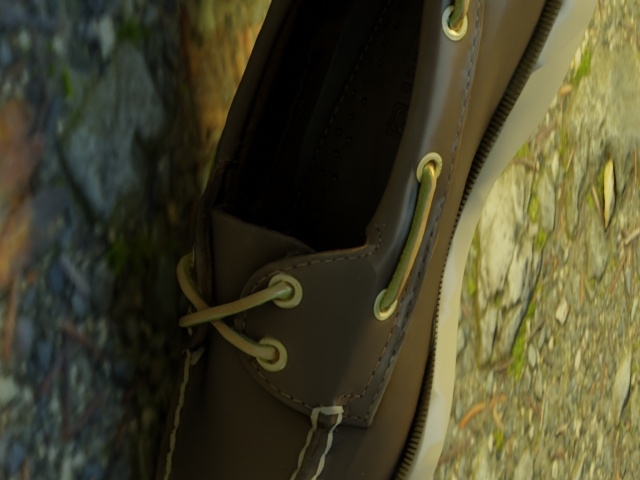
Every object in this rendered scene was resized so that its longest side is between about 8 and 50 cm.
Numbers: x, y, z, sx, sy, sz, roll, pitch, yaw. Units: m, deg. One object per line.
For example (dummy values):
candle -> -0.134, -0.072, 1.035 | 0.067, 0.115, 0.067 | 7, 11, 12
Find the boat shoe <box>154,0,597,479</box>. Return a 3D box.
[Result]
boat shoe -> 0.000, 0.000, 0.599 | 0.097, 0.117, 0.324 | 21, 92, -46
